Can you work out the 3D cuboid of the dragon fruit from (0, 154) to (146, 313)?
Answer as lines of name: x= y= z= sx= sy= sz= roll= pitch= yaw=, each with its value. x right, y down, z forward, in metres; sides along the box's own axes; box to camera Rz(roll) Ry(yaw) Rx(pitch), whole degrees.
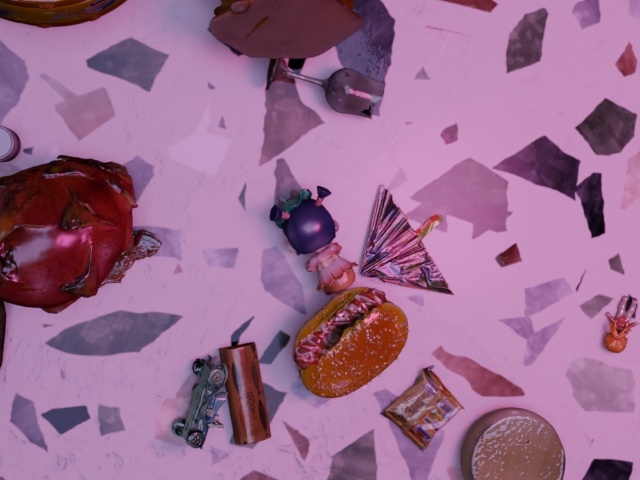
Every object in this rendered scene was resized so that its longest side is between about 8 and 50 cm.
dragon fruit: x=-0.428 y=-0.007 z=1.631 sx=0.250 sy=0.315 sz=0.250 roll=10 pitch=121 yaw=17

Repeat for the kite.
kite: x=0.151 y=0.019 z=1.847 sx=0.183 sy=0.014 sz=0.241 roll=-39 pitch=98 yaw=-9

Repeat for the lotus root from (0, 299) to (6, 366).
lotus root: x=-0.596 y=0.175 z=1.656 sx=0.142 sy=0.210 sz=0.314 roll=17 pitch=103 yaw=1

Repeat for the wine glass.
wine glass: x=0.010 y=-0.267 z=1.776 sx=0.196 sy=0.079 sz=0.079 roll=15 pitch=90 yaw=-8

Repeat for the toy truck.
toy truck: x=-0.191 y=0.280 z=1.773 sx=0.078 sy=0.080 sz=0.154 roll=18 pitch=90 yaw=-31

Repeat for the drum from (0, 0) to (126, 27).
drum: x=-0.438 y=-0.554 z=1.622 sx=0.431 sy=0.214 sz=0.431 roll=0 pitch=92 yaw=-9

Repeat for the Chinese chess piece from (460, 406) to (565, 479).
Chinese chess piece: x=0.346 y=0.395 z=1.864 sx=0.188 sy=0.083 sz=0.188 roll=0 pitch=91 yaw=-6

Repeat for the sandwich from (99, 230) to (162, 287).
sandwich: x=-0.338 y=0.027 z=1.757 sx=0.135 sy=0.029 sz=0.067 roll=-41 pitch=97 yaw=-5

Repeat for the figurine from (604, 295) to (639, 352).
figurine: x=0.553 y=0.154 z=1.905 sx=0.064 sy=0.047 sz=0.109 roll=18 pitch=82 yaw=19

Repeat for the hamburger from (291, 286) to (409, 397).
hamburger: x=0.048 y=0.175 z=1.768 sx=0.210 sy=0.116 sz=0.173 roll=-40 pitch=120 yaw=-5

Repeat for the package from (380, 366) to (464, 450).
package: x=0.186 y=0.303 z=1.856 sx=0.108 sy=0.031 sz=0.120 roll=44 pitch=91 yaw=-8

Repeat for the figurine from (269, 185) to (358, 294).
figurine: x=0.000 y=0.000 z=1.775 sx=0.111 sy=0.102 sz=0.195 roll=-35 pitch=97 yaw=-9

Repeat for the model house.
model house: x=-0.074 y=-0.429 z=1.717 sx=0.199 sy=0.219 sz=0.229 roll=-27 pitch=53 yaw=20

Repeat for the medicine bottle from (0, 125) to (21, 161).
medicine bottle: x=-0.522 y=-0.157 z=1.686 sx=0.058 sy=0.091 sz=0.058 roll=0 pitch=93 yaw=-9

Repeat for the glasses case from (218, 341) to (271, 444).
glasses case: x=-0.130 y=0.266 z=1.797 sx=0.065 sy=0.041 sz=0.169 roll=-10 pitch=94 yaw=-9
